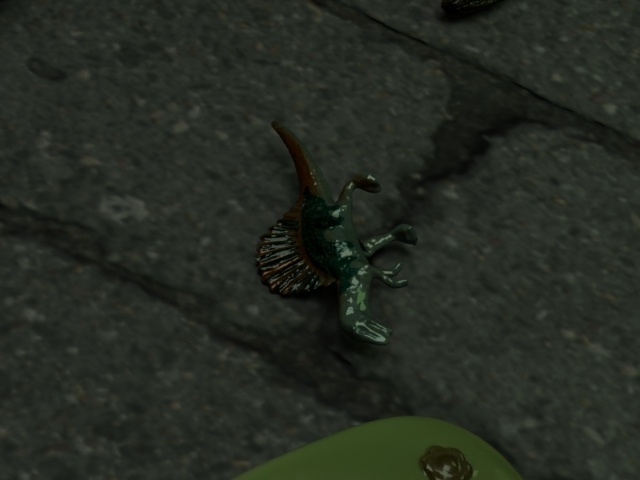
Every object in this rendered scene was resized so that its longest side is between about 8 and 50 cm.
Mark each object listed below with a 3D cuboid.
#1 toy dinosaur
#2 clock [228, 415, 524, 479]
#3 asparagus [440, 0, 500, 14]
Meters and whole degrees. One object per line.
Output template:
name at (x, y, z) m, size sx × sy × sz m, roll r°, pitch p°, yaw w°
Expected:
toy dinosaur at (-0.001, -0.003, 1.280) m, size 0.187 × 0.044 × 0.106 m, roll 39°, pitch 67°, yaw 19°
clock at (-0.002, 0.261, 0.993) m, size 0.348 × 0.117 × 0.286 m, roll -17°, pitch 56°, yaw -25°
asparagus at (0.156, -0.218, 1.511) m, size 0.165 × 0.030 × 0.036 m, roll -28°, pitch 85°, yaw -34°
